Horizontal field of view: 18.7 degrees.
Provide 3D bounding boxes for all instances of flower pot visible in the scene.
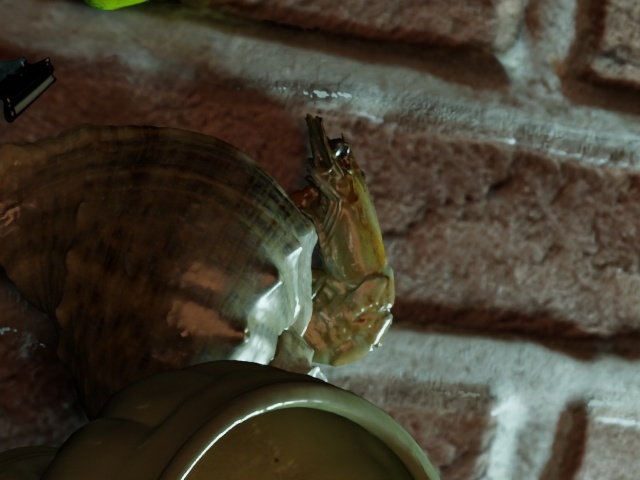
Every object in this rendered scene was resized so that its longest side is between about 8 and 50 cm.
[{"bbox_3d":[-0.088,0.224,1.100,0.307,0.244,0.307,8,79,-45],"label":"flower pot"}]

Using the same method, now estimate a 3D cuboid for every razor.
[{"bbox_3d":[-0.276,-0.179,1.263,0.253,0.042,0.082,49,25,-12],"label":"razor"}]

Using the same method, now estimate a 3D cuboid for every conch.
[{"bbox_3d":[-0.090,0.032,1.258,0.291,0.159,0.210,44,77,-12],"label":"conch"}]

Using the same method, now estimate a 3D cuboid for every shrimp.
[{"bbox_3d":[0.000,0.000,1.379,0.099,0.041,0.180,-6,88,-10],"label":"shrimp"}]

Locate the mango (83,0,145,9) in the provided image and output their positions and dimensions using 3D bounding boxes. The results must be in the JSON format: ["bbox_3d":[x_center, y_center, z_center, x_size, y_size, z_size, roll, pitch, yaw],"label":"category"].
[{"bbox_3d":[-0.124,-0.197,1.327,0.108,0.056,0.073,-40,96,-20],"label":"mango"}]
